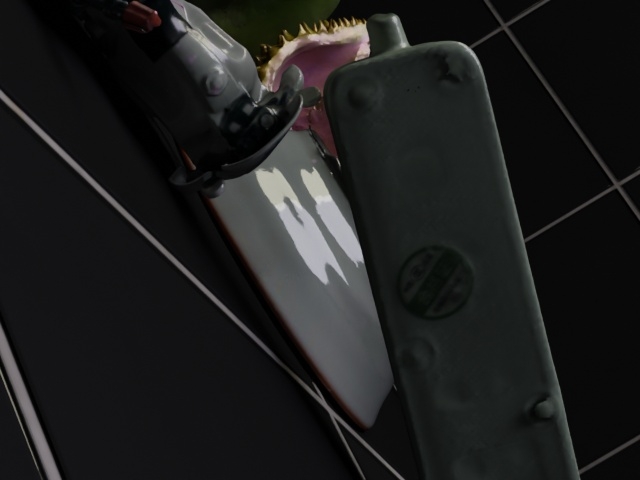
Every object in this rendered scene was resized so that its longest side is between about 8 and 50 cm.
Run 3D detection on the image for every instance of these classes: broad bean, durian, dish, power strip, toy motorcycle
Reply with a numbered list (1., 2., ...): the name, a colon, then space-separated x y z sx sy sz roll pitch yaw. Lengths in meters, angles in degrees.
1. broad bean: -0.050 -0.253 1.390 0.169 0.228 0.100 1 39 -31
2. durian: -0.011 -0.110 1.319 0.165 0.132 0.182 -45 136 -70
3. dish: 0.000 0.000 1.005 0.260 0.085 0.260 58 4 -7
4. power strip: 0.082 0.056 0.835 0.062 0.091 0.385 -116 -168 -81
5. toy motorcycle: -0.084 -0.111 0.791 0.150 0.102 0.221 34 -17 42
